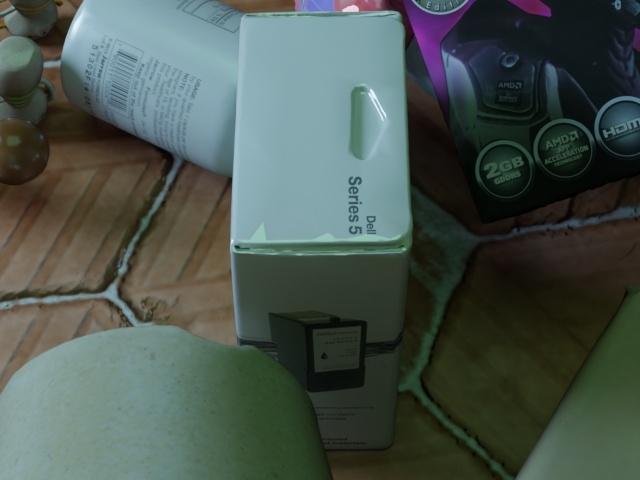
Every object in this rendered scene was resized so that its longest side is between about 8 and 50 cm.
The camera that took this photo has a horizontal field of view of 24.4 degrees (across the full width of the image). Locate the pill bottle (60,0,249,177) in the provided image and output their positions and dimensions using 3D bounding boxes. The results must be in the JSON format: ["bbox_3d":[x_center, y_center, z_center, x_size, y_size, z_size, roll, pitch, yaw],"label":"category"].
[{"bbox_3d":[-0.084,-0.125,1.211,0.229,0.131,0.131,26,60,15],"label":"pill bottle"}]

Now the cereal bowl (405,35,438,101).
[{"bbox_3d":[0.161,-0.268,1.194,0.339,0.141,0.338,-19,60,38],"label":"cereal bowl"}]

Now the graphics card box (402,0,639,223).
[{"bbox_3d":[0.165,-0.220,1.038,0.233,0.094,0.370,-18,93,24],"label":"graphics card box"}]

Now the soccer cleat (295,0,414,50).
[{"bbox_3d":[0.004,-0.203,1.188,0.095,0.083,0.248,-51,37,15],"label":"soccer cleat"}]

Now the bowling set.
[{"bbox_3d":[-0.303,-0.108,1.215,0.287,0.154,0.199,-24,78,-17],"label":"bowling set"}]

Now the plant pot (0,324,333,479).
[{"bbox_3d":[-0.098,0.230,0.883,0.334,0.333,0.305,-4,45,-3],"label":"plant pot"}]

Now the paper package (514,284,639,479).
[{"bbox_3d":[0.253,0.245,0.940,0.310,0.168,0.325,27,59,17],"label":"paper package"}]

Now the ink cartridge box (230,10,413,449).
[{"bbox_3d":[0.000,0.000,1.041,0.115,0.272,0.198,0,56,0],"label":"ink cartridge box"}]
